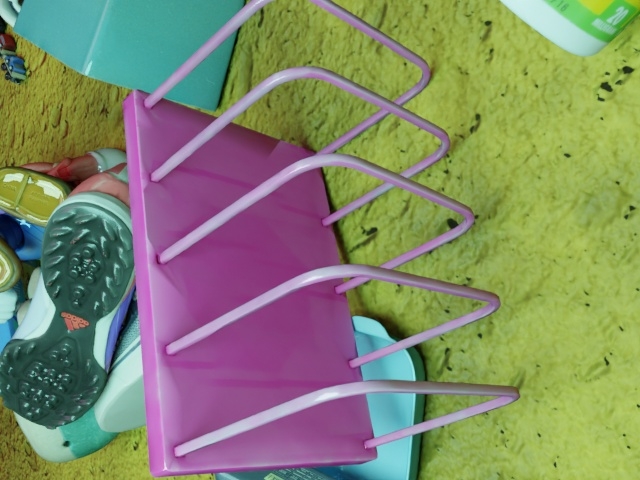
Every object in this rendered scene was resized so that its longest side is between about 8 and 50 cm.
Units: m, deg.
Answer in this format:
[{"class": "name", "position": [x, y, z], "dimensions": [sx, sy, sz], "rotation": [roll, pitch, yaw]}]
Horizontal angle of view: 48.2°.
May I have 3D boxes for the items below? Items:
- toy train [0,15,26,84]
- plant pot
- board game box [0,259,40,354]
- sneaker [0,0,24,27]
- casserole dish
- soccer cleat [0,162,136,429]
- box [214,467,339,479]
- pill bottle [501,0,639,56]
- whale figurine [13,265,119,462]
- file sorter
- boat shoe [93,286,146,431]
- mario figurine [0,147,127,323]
[{"class": "toy train", "position": [-0.494, -0.304, 1.121], "dimensions": [0.036, 0.027, 0.158], "rotation": [-43, 63, 24]}, {"class": "plant pot", "position": [-0.174, -0.284, 0.740], "dimensions": [0.165, 0.165, 0.234], "rotation": [33, 106, 37]}, {"class": "board game box", "position": [-0.435, 0.084, 1.009], "dimensions": [0.047, 0.160, 0.210], "rotation": [-15, 78, -2]}, {"class": "sneaker", "position": [-0.353, -0.346, 0.922], "dimensions": [0.321, 0.127, 0.126], "rotation": [46, 122, 33]}, {"class": "casserole dish", "position": [0.044, 0.159, 0.639], "dimensions": [0.114, 0.037, 0.189], "rotation": [10, 100, 42]}, {"class": "soccer cleat", "position": [-0.240, 0.065, 0.724], "dimensions": [0.108, 0.116, 0.318], "rotation": [24, 122, -7]}, {"class": "box", "position": [0.011, 0.299, 0.631], "dimensions": [0.232, 0.059, 0.184], "rotation": [12, 116, 41]}, {"class": "pill bottle", "position": [0.198, -0.239, 0.403], "dimensions": [0.246, 0.136, 0.136], "rotation": [-47, 62, 34]}, {"class": "whale figurine", "position": [-0.315, 0.146, 0.924], "dimensions": [0.272, 0.141, 0.216], "rotation": [-116, 15, -47]}, {"class": "file sorter", "position": [0.000, 0.000, 0.523], "dimensions": [0.182, 0.202, 0.291], "rotation": [-30, 60, 37]}, {"class": "boat shoe", "position": [-0.154, 0.054, 0.774], "dimensions": [0.340, 0.127, 0.158], "rotation": [-47, 55, 25]}, {"class": "mario figurine", "position": [-0.307, -0.014, 0.842], "dimensions": [0.320, 0.198, 0.170], "rotation": [-147, 42, -78]}]
